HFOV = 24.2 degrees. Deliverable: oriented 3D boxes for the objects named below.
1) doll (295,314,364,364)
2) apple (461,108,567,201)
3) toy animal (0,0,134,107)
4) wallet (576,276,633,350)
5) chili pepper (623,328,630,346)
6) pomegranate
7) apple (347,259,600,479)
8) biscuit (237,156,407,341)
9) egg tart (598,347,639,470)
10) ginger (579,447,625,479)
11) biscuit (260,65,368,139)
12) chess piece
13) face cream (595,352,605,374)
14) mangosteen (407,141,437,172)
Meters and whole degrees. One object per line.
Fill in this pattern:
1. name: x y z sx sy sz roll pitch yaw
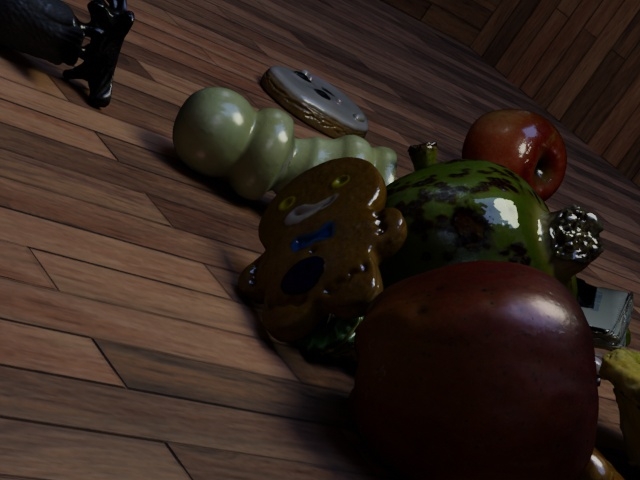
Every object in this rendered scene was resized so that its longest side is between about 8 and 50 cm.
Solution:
1. doll: 0.034 0.083 1.456 0.113 0.077 0.078 22 11 -42
2. apple: 0.339 -0.144 2.629 0.168 0.181 0.181 18 1 41
3. toy animal: -0.324 -0.233 1.673 0.210 0.121 0.117 15 25 -14
4. wallet: 0.269 0.075 1.844 0.230 0.069 0.170 9 17 16
5. chili pepper: 0.386 0.124 2.132 0.050 0.052 0.201 2 -3 33
6. pomegranate: 0.159 0.033 1.530 0.254 0.270 0.254 39 37 -37
7. apple: 0.138 0.121 1.320 0.234 0.234 0.234 32 15 -10
8. biscuit: 0.000 0.000 1.452 0.039 0.179 0.236 56 20 -32
9. egg tart: 0.460 0.239 1.674 0.345 0.132 0.345 22 3 -1
10. ginger: 0.246 0.232 1.466 0.103 0.073 0.162 42 4 -26
11. biscuit: -0.003 -0.222 2.374 0.181 0.049 0.208 41 15 26
12. chess piece: -0.053 -0.092 1.735 0.251 0.144 0.144 24 17 -13
13. face cream: 0.376 0.168 2.025 0.040 0.021 0.083 41 17 27
14. mangosteen: 0.134 0.000 1.736 0.184 0.172 0.172 41 7 -43
